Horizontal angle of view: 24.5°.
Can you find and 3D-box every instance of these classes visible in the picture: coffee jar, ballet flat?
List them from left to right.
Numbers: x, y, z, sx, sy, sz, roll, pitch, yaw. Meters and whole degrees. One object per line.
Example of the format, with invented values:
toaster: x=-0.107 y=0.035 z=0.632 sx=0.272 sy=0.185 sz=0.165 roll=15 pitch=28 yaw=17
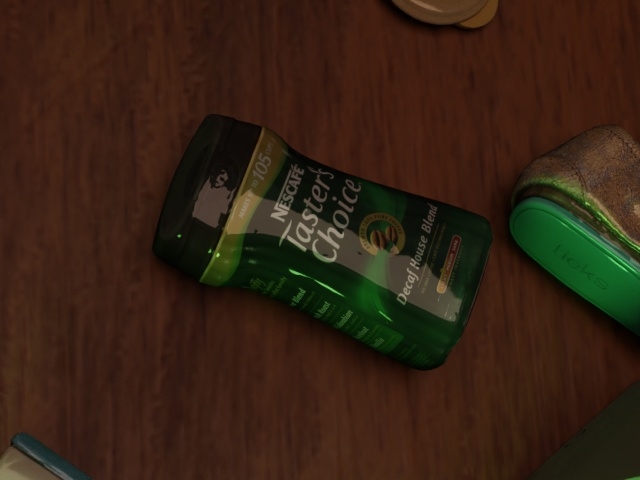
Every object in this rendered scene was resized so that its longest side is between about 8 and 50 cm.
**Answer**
coffee jar: x=0.000 y=0.000 z=0.849 sx=0.184 sy=0.079 sz=0.096 roll=21 pitch=72 yaw=-7
ballet flat: x=0.257 y=0.046 z=0.889 sx=0.316 sy=0.107 sz=0.106 roll=45 pitch=61 yaw=0

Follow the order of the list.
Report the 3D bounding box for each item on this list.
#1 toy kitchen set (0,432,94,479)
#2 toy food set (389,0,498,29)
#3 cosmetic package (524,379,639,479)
toy kitchen set: x=-0.178 y=0.046 z=0.772 sx=0.207 sy=0.122 sz=0.166 roll=36 pitch=71 yaw=-3
toy food set: x=0.075 y=-0.176 z=0.944 sx=0.083 sy=0.020 sz=0.083 roll=-1 pitch=75 yaw=-13
cosmetic package: x=0.240 y=0.183 z=0.781 sx=0.138 sy=0.225 sz=0.224 roll=-38 pitch=86 yaw=-20
